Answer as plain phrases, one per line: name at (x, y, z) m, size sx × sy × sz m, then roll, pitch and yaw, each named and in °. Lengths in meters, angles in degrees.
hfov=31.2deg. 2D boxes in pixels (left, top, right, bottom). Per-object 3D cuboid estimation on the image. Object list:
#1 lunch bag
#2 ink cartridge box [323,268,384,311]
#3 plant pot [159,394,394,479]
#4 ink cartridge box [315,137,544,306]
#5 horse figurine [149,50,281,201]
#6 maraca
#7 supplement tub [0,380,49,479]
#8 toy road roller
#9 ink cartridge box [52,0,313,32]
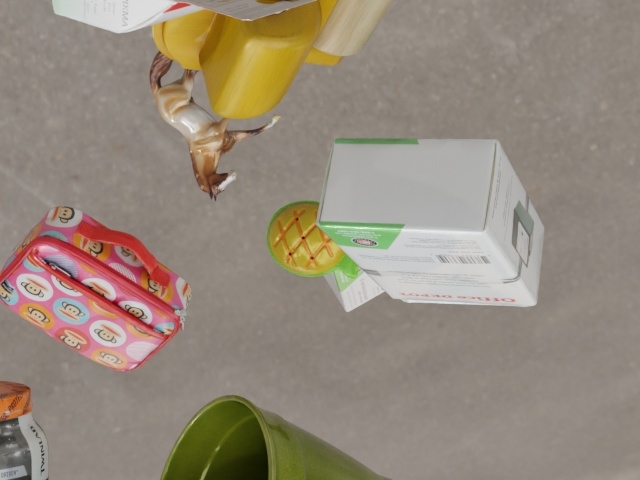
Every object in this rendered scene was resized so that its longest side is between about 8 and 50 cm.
lunch bag at (-0.365, 0.075, 1.905) m, size 0.293 × 0.120 × 0.258 m, roll 34°, pitch 133°, yaw -18°
ink cartridge box at (0.127, -0.015, 2.085) m, size 0.273 × 0.115 × 0.198 m, roll -29°, pitch 152°, yaw -6°
plant pot at (-0.041, 0.477, 1.909) m, size 0.353 × 0.366 × 0.366 m, roll 21°, pitch 136°, yaw -31°
ink cartridge box at (0.149, -0.017, 1.442) m, size 0.211 × 0.122 × 0.289 m, roll 2°, pitch 161°, yaw 23°
horse figurine at (-0.194, -0.216, 1.868) m, size 0.174 × 0.263 × 0.066 m, roll -42°, pitch 176°, yaw 6°
maraca at (0.000, 0.000, 1.920) m, size 0.185 × 0.127 × 0.099 m, roll 10°, pitch -176°, yaw 11°
supplement tub at (-0.465, 0.365, 1.517) m, size 0.207 × 0.338 × 0.207 m, roll 1°, pitch -177°, yaw 0°
toy road roller at (-0.045, -0.270, 1.384) m, size 0.329 × 0.241 × 0.202 m, roll 1°, pitch 146°, yaw -27°
ink cartridge box at (-0.107, -0.227, 1.072) m, size 0.181 × 0.224 × 0.056 m, roll -31°, pitch 137°, yaw -49°
